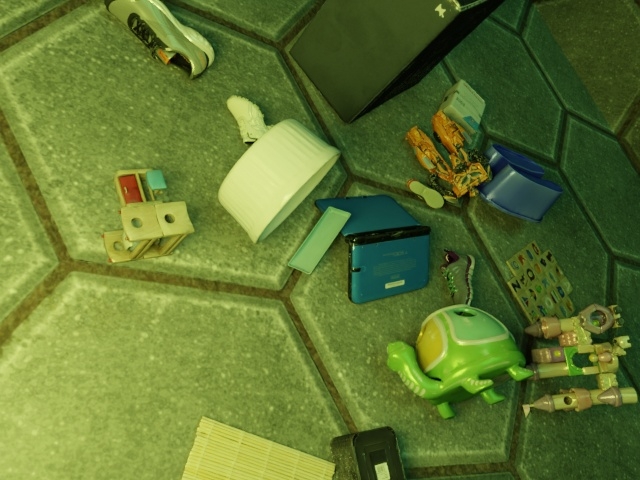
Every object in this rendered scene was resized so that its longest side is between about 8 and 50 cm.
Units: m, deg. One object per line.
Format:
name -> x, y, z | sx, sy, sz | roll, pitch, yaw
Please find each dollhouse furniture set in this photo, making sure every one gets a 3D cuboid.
dollhouse furniture set -> -0.353, -0.068, 1.031 | 0.129, 0.129, 0.183 | -10, 74, -40

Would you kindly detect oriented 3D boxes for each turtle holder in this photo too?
turtle holder -> 0.326, 0.295, 1.311 | 0.321, 0.243, 0.227 | -21, 59, -2

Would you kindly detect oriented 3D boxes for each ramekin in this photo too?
ramekin -> -0.097, -0.136, 1.172 | 0.135, 0.277, 0.277 | 42, 48, 0

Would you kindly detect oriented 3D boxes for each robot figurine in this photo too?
robot figurine -> 0.411, -0.259, 1.691 | 0.211, 0.085, 0.291 | -34, 80, -4

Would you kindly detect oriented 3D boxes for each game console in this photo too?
game console -> 0.140, 0.012, 1.430 | 0.293, 0.173, 0.250 | -8, 103, -38

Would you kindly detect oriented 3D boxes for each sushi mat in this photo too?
sushi mat -> -0.111, 0.457, 1.010 | 0.317, 0.019, 0.151 | 29, 52, -22

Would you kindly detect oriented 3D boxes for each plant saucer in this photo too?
plant saucer -> 0.000, 0.000, 1.281 | 0.192, 0.067, 0.018 | -56, 148, -23

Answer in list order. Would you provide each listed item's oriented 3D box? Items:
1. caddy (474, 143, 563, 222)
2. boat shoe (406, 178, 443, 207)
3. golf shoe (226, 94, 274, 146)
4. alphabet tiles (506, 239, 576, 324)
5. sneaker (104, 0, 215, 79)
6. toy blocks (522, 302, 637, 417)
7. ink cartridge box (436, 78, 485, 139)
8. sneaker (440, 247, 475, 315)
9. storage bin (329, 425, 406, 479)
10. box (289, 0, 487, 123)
caddy -> 0.650, -0.179, 1.819 | 0.342, 0.179, 0.241 | 13, 37, -31
boat shoe -> 0.323, -0.147, 1.641 | 0.137, 0.049, 0.043 | 30, 13, -20
golf shoe -> -0.175, -0.283, 1.326 | 0.176, 0.069, 0.086 | 43, 54, -9
alphabet tiles -> 0.763, 0.157, 1.833 | 0.343, 0.011, 0.285 | -25, 82, -42
sneaker -> -0.382, -0.486, 1.256 | 0.272, 0.100, 0.108 | 32, 57, -20
toy blocks -> 0.696, 0.348, 1.524 | 0.260, 0.309, 0.288 | -7, 74, 6
ink cartridge box -> 0.511, -0.472, 1.930 | 0.140, 0.082, 0.190 | 40, 48, -14
sneaker -> 0.384, 0.123, 1.537 | 0.098, 0.083, 0.223 | 20, 49, -2
storage bin -> 0.105, 0.491, 1.109 | 0.122, 0.084, 0.180 | 3, 66, -36
box -> 0.246, -0.651, 1.557 | 0.297, 0.480, 0.472 | 50, 47, -2
